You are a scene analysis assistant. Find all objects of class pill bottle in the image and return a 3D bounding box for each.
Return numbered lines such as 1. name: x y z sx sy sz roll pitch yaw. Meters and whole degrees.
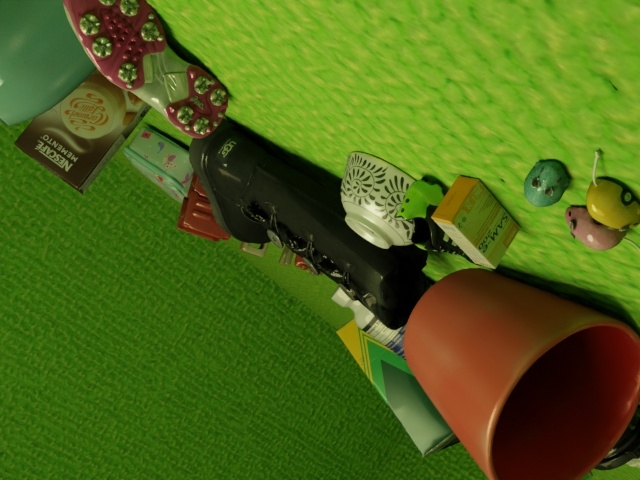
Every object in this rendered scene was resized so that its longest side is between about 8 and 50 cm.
1. pill bottle: 0.161 0.136 1.442 0.264 0.153 0.153 36 171 1

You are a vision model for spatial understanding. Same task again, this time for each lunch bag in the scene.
1. lunch bag: -0.362 -0.164 1.898 0.224 0.108 0.279 30 169 28

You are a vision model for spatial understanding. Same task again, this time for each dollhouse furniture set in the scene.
1. dollhouse furniture set: -0.131 -0.044 1.708 0.374 0.152 0.201 20 174 -15

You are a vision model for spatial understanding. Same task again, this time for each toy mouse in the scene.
1. toy mouse: 0.240 -0.029 0.712 0.161 0.031 0.143 40 169 -29

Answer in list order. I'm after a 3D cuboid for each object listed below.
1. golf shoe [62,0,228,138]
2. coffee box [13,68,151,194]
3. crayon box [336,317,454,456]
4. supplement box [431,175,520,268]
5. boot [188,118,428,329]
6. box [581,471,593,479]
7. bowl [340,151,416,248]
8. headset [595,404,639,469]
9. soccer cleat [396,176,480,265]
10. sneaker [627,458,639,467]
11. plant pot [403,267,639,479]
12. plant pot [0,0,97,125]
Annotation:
1. golf shoe: -0.268 -0.265 1.083 0.140 0.115 0.306 31 169 42
2. coffee box: -0.429 -0.228 1.395 0.141 0.246 0.098 36 171 -8
3. crayon box: 0.221 0.308 1.677 0.313 0.106 0.363 53 -167 22
4. supplement box: 0.182 -0.020 0.866 0.098 0.062 0.036 40 168 -33
5. boot: -0.001 -0.001 1.320 0.445 0.146 0.367 32 169 26
6. box: 0.305 0.285 1.261 0.231 0.126 0.262 46 -167 -41
7. bowl: 0.086 -0.041 1.043 0.170 0.080 0.170 33 170 7
8. headset: 0.454 0.249 1.167 0.243 0.185 0.394 46 -179 -34
9. soccer cleat: 0.159 -0.009 0.969 0.179 0.072 0.060 42 168 -36
10. sneaker: 0.592 0.363 1.334 0.235 0.090 0.095 21 151 42
11. plant pot: 0.260 0.172 1.033 0.275 0.275 0.243 42 179 -38
12. plant pot: -0.508 -0.330 1.202 0.293 0.235 0.293 34 171 6
